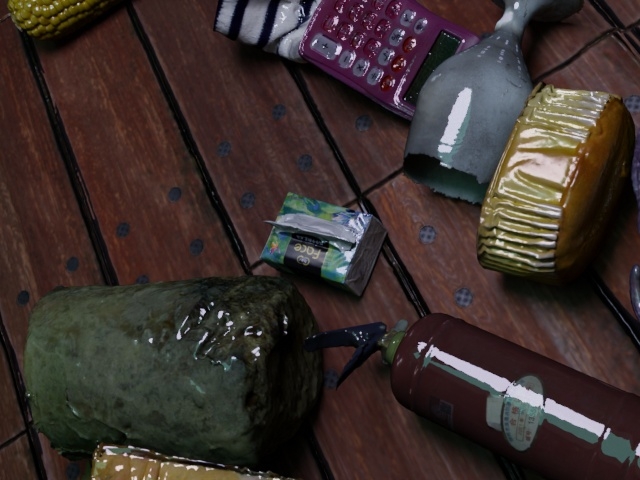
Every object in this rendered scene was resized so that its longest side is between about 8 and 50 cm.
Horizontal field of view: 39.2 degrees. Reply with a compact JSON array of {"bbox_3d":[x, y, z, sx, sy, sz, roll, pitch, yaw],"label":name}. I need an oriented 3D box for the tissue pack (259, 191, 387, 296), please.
[{"bbox_3d":[-0.001,-0.001,0.975,0.111,0.079,0.085,17,78,30],"label":"tissue pack"}]

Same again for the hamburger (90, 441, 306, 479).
[{"bbox_3d":[-0.093,0.281,0.844,0.262,0.124,0.131,10,52,2],"label":"hamburger"}]

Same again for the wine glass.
[{"bbox_3d":[0.175,-0.164,0.929,0.126,0.126,0.241,16,77,29],"label":"wine glass"}]

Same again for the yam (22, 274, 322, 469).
[{"bbox_3d":[-0.153,0.137,0.934,0.300,0.195,0.195,-5,69,25],"label":"yam"}]

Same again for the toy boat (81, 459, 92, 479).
[{"bbox_3d":[-0.179,0.290,0.963,0.206,0.064,0.072,20,66,30],"label":"toy boat"}]

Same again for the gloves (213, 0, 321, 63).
[{"bbox_3d":[-0.010,-0.276,1.068,0.218,0.131,0.140,11,88,-9],"label":"gloves"}]

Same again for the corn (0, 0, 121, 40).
[{"bbox_3d":[-0.303,-0.375,1.248,0.310,0.101,0.101,-30,61,7],"label":"corn"}]

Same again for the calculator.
[{"bbox_3d":[0.080,-0.212,1.000,0.190,0.034,0.127,30,85,-2],"label":"calculator"}]

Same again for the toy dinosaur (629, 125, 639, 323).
[{"bbox_3d":[0.346,-0.033,0.779,0.162,0.077,0.294,3,88,38],"label":"toy dinosaur"}]

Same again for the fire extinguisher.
[{"bbox_3d":[0.143,0.145,0.825,0.344,0.102,0.138,22,39,29],"label":"fire extinguisher"}]

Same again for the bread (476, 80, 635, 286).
[{"bbox_3d":[0.229,-0.052,0.856,0.114,0.132,0.191,15,81,28],"label":"bread"}]
